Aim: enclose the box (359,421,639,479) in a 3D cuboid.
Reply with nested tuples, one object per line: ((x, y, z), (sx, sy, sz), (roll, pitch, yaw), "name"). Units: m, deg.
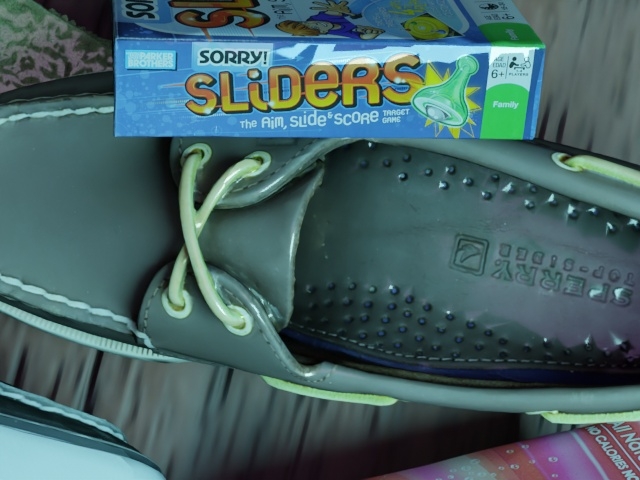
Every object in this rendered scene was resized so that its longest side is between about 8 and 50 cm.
((0.096, 0.197, 0.472), (0.154, 0.300, 0.142), (-12, 117, -10), "box")

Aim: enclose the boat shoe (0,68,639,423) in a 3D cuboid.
((0.000, 0.000, 0.556), (0.324, 0.097, 0.117), (11, 91, 5), "boat shoe")

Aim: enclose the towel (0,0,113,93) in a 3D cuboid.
((-0.141, -0.052, 0.629), (0.148, 0.027, 0.110), (28, 79, -4), "towel")

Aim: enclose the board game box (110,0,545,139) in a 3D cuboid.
((-0.010, -0.090, 0.576), (0.136, 0.201, 0.035), (-1, 117, -9), "board game box")

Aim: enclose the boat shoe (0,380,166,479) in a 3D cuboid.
((-0.195, 0.040, 0.567), (0.306, 0.113, 0.105), (12, 62, 7), "boat shoe")
